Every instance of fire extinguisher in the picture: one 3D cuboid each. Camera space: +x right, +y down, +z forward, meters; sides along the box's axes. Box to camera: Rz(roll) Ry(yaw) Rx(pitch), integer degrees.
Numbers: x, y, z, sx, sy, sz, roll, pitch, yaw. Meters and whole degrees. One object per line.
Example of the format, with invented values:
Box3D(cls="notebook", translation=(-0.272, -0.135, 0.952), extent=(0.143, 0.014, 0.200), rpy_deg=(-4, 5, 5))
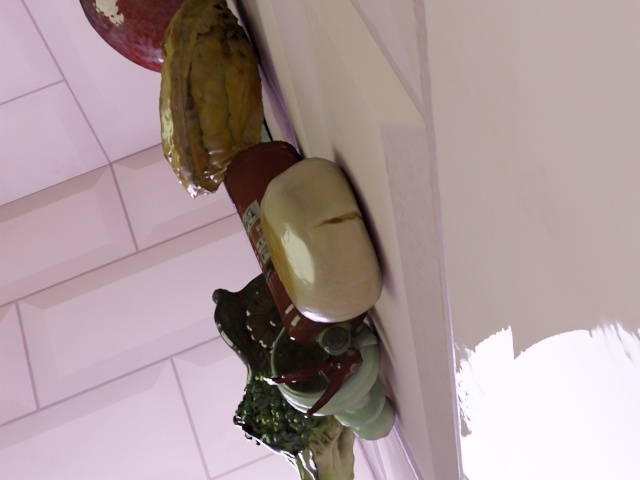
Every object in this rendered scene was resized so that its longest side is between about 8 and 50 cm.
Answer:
Box3D(cls="fire extinguisher", translation=(-0.035, 0.046, 1.130), extent=(0.337, 0.147, 0.106), rpy_deg=(67, -172, 30))

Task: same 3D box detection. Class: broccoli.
Box3D(cls="broccoli", translation=(0.000, 0.289, 1.439), extent=(0.288, 0.248, 0.246), rpy_deg=(-35, -81, -50))

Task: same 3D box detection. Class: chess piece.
Box3D(cls="chess piece", translation=(0.042, 0.205, 1.247), extent=(0.272, 0.139, 0.139), rpy_deg=(57, -174, -51))

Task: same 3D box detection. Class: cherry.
Box3D(cls="cherry", translation=(-0.273, -0.391, 1.467), extent=(0.285, 0.213, 0.236), rpy_deg=(60, -174, -11))

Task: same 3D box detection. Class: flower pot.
Box3D(cls="flower pot", translation=(-0.067, 0.188, 1.758), extent=(0.302, 0.213, 0.302), rpy_deg=(158, 90, -86))

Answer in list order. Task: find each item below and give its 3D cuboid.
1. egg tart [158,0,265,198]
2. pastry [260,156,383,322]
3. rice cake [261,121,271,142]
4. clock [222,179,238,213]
Box3D(cls="egg tart", translation=(-0.129, -0.187, 1.229), extent=(0.291, 0.107, 0.291), rpy_deg=(2, -90, -81))
Box3D(cls="pastry", translation=(0.000, 0.000, 0.880), extent=(0.156, 0.092, 0.156), rpy_deg=(60, 167, 24))
Box3D(cls="rice cake", translation=(-0.113, -0.192, 1.590), extent=(0.085, 0.040, 0.226), rpy_deg=(-121, 10, -66))
Box3D(cls="clock", translation=(-0.159, -0.185, 1.753), extent=(0.319, 0.066, 0.319), rpy_deg=(-19, -90, -87))
